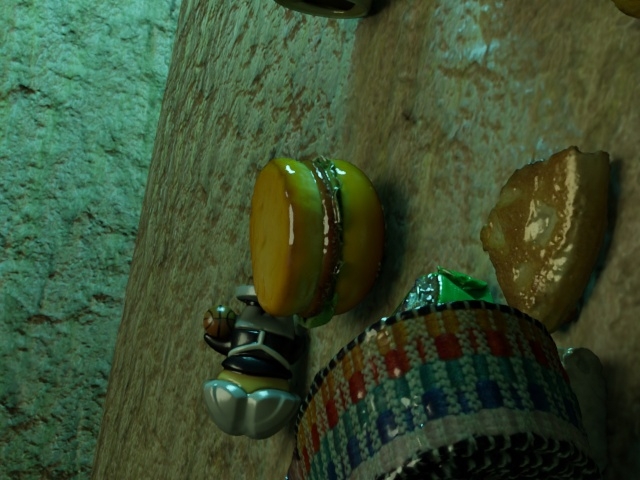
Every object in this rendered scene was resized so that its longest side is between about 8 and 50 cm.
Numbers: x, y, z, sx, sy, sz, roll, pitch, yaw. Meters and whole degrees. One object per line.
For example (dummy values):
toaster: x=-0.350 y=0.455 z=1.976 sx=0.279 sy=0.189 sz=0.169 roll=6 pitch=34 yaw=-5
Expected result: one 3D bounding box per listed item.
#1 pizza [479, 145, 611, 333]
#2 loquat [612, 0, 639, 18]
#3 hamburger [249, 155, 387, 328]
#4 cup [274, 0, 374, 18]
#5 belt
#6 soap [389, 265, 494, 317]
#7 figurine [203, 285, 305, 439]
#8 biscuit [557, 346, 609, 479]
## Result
pizza: x=0.218 y=-0.001 z=0.828 sx=0.161 sy=0.063 sz=0.182 roll=7 pitch=93 yaw=59
loquat: x=0.293 y=-0.260 z=0.704 sx=0.137 sy=0.113 sz=0.137 roll=-7 pitch=77 yaw=32
hamburger: x=0.000 y=-0.002 z=1.157 sx=0.246 sy=0.170 sz=0.246 roll=179 pitch=90 yaw=-73
cup: x=0.032 y=-0.465 z=1.260 sx=0.255 sy=0.173 sz=0.202 roll=-163 pitch=83 yaw=-66
belt: x=0.088 y=0.173 z=0.670 sx=0.295 sy=0.207 sz=0.160 roll=107 pitch=160 yaw=-46
soap: x=0.090 y=0.165 z=0.937 sx=0.273 sy=0.098 sz=0.217 roll=-57 pitch=10 yaw=39
figurine: x=-0.111 y=0.197 z=1.323 sx=0.133 sy=0.176 sz=0.236 roll=84 pitch=-166 yaw=-75
biscuit: x=0.191 y=0.238 z=0.758 sx=0.179 sy=0.084 sz=0.281 roll=165 pitch=117 yaw=-67
